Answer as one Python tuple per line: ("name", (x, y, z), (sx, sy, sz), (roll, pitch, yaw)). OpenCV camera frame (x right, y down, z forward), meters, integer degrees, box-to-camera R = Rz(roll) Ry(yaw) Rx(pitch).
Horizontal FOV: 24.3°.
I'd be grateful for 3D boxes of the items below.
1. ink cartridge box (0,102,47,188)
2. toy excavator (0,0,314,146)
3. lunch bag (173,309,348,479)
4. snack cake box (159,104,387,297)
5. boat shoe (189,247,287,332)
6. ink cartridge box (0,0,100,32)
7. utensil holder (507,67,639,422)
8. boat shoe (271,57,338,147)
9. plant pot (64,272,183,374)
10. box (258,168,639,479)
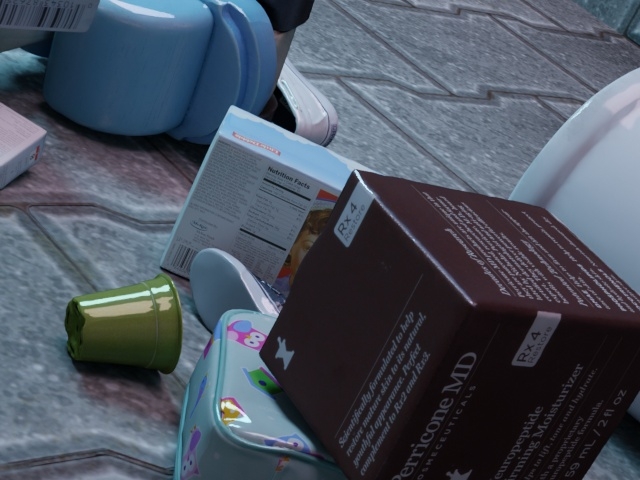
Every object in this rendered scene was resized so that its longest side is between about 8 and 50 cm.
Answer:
("ink cartridge box", (-0.363, -0.086, 1.381), (0.145, 0.045, 0.179), (32, 42, 10))
("toy excavator", (-0.281, -0.236, 1.581), (0.433, 0.222, 0.445), (33, 33, 15))
("lunch bag", (0.030, 0.167, 1.153), (0.279, 0.108, 0.224), (21, 22, -13))
("snack cake box", (0.000, 0.000, 1.414), (0.264, 0.152, 0.089), (25, 23, -5))
("boat shoe", (-0.039, 0.076, 1.336), (0.183, 0.065, 0.083), (47, 27, 27))
("ink cartridge box", (-0.403, -0.325, 1.437), (0.303, 0.072, 0.307), (-3, 46, -32))
("utensil holder", (0.412, 0.057, 1.519), (0.327, 0.327, 0.385), (-4, 40, -50))
("boat shoe", (-0.087, -0.203, 1.822), (0.258, 0.095, 0.084), (38, 22, 28))
("plant pot", (-0.163, 0.070, 1.206), (0.079, 0.083, 0.083), (-2, 34, -27))
("box", (0.102, 0.073, 1.069), (0.203, 0.168, 0.167), (8, 29, -38))
